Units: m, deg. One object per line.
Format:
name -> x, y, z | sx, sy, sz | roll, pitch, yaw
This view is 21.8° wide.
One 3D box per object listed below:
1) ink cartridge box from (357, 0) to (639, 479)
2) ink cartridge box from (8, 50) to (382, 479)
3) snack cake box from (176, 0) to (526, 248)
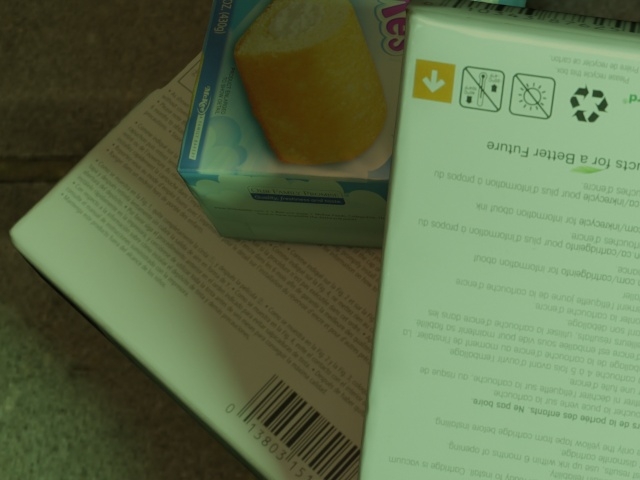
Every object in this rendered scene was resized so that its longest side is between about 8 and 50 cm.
ink cartridge box -> 0.173, 0.059, 0.761 | 0.303, 0.072, 0.307 | 9, 111, 8
ink cartridge box -> 0.000, 0.000, 0.923 | 0.275, 0.060, 0.239 | 39, 78, 27
snack cake box -> 0.030, -0.131, 0.895 | 0.152, 0.089, 0.264 | 3, 66, 17
